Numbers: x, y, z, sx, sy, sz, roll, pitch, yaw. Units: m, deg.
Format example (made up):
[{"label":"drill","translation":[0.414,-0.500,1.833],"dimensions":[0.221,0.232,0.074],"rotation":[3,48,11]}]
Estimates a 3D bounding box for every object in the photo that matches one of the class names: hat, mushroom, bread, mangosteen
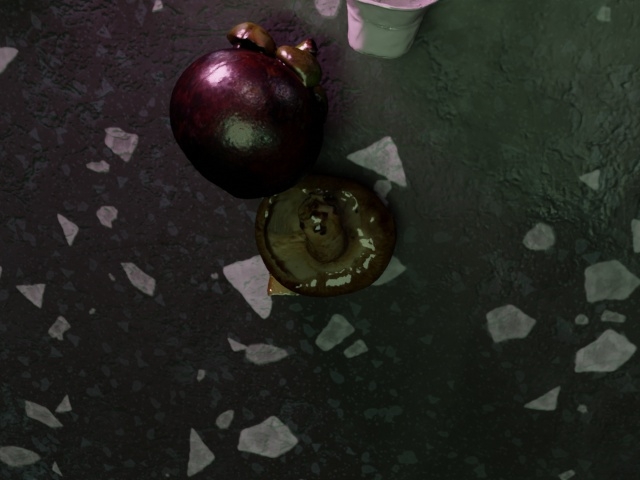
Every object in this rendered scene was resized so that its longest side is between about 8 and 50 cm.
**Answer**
[{"label":"hat","translation":[0.109,-0.394,1.322],"dimensions":[0.203,0.203,0.126],"rotation":[15,131,9]},{"label":"mushroom","translation":[-0.009,-0.004,1.486],"dimensions":[0.267,0.254,0.267],"rotation":[11,108,36]},{"label":"bread","translation":[-0.066,0.052,1.593],"dimensions":[0.084,0.080,0.109],"rotation":[4,115,10]},{"label":"mangosteen","translation":[-0.116,-0.225,1.382],"dimensions":[0.300,0.300,0.300],"rotation":[5,113,13]}]
